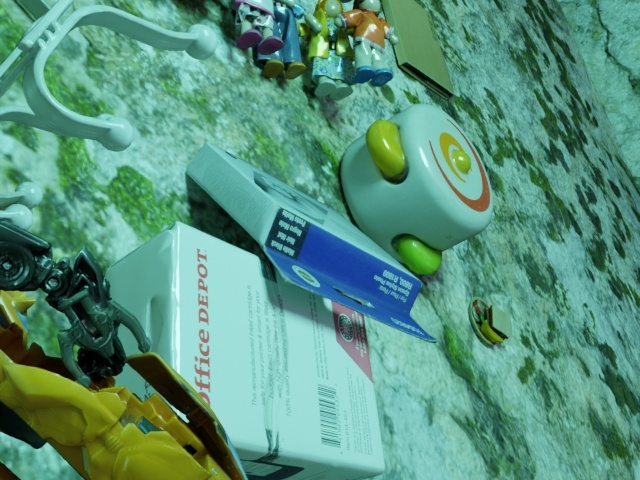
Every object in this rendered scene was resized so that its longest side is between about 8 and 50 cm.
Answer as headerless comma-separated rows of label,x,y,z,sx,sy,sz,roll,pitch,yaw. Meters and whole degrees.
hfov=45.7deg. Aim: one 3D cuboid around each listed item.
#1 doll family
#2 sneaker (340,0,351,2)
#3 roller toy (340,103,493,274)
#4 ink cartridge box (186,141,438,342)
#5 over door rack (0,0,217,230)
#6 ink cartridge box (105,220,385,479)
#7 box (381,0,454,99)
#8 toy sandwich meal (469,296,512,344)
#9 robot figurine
doll family,-0.028,-0.282,0.999,0.263,0.118,0.163,10,63,-29
sneaker,0.024,-0.473,1.217,0.094,0.081,0.208,5,67,-64
roller toy,0.134,-0.080,1.015,0.209,0.146,0.191,55,33,-9
ink cartridge box,0.000,0.000,0.760,0.223,0.045,0.224,27,12,-43
over door rack,-0.180,-0.133,0.538,0.108,0.239,0.324,33,43,-34
ink cartridge box,-0.063,0.111,0.648,0.237,0.100,0.172,26,47,-43
box,0.175,-0.373,1.400,0.164,0.021,0.201,19,53,-47
toy sandwich meal,0.256,0.120,1.144,0.085,0.029,0.085,33,42,-37
robot figurine,-0.168,0.125,0.446,0.291,0.211,0.085,50,-5,-14
